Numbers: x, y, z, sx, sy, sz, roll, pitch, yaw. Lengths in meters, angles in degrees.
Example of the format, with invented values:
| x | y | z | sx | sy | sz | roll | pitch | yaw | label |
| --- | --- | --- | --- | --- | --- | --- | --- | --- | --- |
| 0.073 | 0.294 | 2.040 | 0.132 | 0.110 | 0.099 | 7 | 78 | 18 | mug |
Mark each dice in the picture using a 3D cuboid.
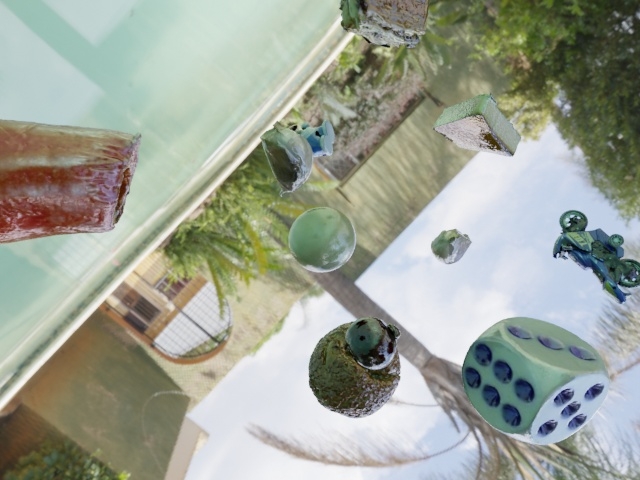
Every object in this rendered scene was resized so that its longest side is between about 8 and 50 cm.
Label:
| x | y | z | sx | sy | sz | roll | pitch | yaw | label |
| --- | --- | --- | --- | --- | --- | --- | --- | --- | --- |
| 0.543 | 0.353 | 1.353 | 0.259 | 0.251 | 0.243 | 47 | -49 | 53 | dice |

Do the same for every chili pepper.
| x | y | z | sx | sy | sz | roll | pitch | yaw | label |
| --- | --- | --- | --- | --- | --- | --- | --- | --- | --- |
| -0.467 | -0.085 | 0.899 | 0.251 | 0.306 | 0.229 | 112 | -21 | -58 | chili pepper |

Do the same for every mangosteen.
| x | y | z | sx | sy | sz | roll | pitch | yaw | label |
| --- | --- | --- | --- | --- | --- | --- | --- | --- | --- |
| 0.144 | 0.271 | 1.421 | 0.152 | 0.152 | 0.152 | -45 | -169 | 11 | mangosteen |

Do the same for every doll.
| x | y | z | sx | sy | sz | roll | pitch | yaw | label |
| --- | --- | --- | --- | --- | --- | --- | --- | --- | --- |
| -0.073 | -0.331 | 1.844 | 0.257 | 0.161 | 0.215 | -16 | -140 | 31 | doll |

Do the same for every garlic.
| x | y | z | sx | sy | sz | roll | pitch | yaw | label |
| --- | --- | --- | --- | --- | --- | --- | --- | --- | --- |
| 0.364 | 0.016 | 1.497 | 0.101 | 0.087 | 0.196 | -51 | 156 | 16 | garlic |
| -0.049 | -0.139 | 0.913 | 0.084 | 0.152 | 0.066 | 18 | -124 | 35 | garlic |

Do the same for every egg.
| x | y | z | sx | sy | sz | roll | pitch | yaw | label |
| --- | --- | --- | --- | --- | --- | --- | --- | --- | --- |
| 0.000 | 0.000 | 1.539 | 0.188 | 0.188 | 0.254 | -51 | -173 | -20 | egg |

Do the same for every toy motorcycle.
| x | y | z | sx | sy | sz | roll | pitch | yaw | label |
| --- | --- | --- | --- | --- | --- | --- | --- | --- | --- |
| 0.818 | 0.047 | 1.590 | 0.169 | 0.315 | 0.113 | -35 | 151 | -3 | toy motorcycle |

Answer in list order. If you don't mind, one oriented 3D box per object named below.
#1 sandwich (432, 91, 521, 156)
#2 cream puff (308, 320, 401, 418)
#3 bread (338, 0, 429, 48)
| x | y | z | sx | sy | sz | roll | pitch | yaw | label |
| --- | --- | --- | --- | --- | --- | --- | --- | --- | --- |
| 0.302 | -0.240 | 1.083 | 0.162 | 0.193 | 0.058 | 21 | -94 | 40 | sandwich |
| 0.105 | 0.392 | 1.640 | 0.303 | 0.303 | 0.212 | -50 | 160 | -17 | cream puff |
| 0.167 | -0.707 | 1.449 | 0.167 | 0.278 | 0.324 | 11 | -80 | 50 | bread |
